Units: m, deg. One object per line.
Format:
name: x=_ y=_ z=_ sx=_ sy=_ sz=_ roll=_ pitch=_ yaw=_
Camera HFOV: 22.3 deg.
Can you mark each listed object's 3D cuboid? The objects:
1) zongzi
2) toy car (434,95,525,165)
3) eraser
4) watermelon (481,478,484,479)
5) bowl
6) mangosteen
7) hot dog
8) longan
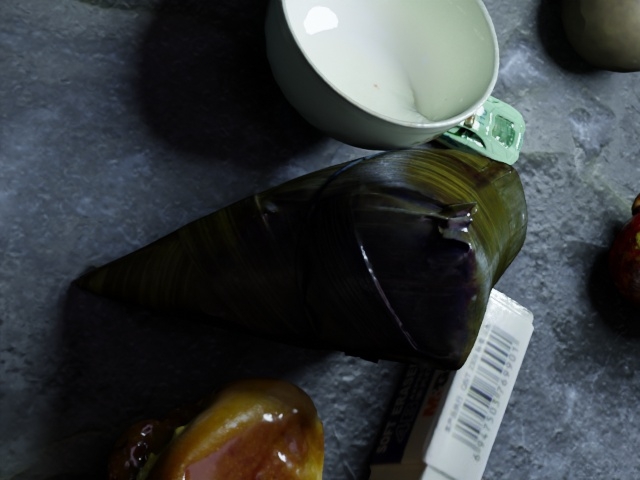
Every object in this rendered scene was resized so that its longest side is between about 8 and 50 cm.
zongzi: x=0.000 y=0.000 z=1.801 sx=0.403 sy=0.432 sz=0.208 roll=-41 pitch=129 yaw=-67
toy car: x=0.173 y=-0.149 z=1.977 sx=0.186 sy=0.058 sz=0.093 roll=25 pitch=71 yaw=-26
eraser: x=0.143 y=0.197 z=1.857 sx=0.081 sy=0.124 sz=0.279 roll=32 pitch=66 yaw=-23
watermelon: x=0.215 y=0.339 z=1.866 sx=0.202 sy=0.207 sz=0.136 roll=-15 pitch=117 yaw=-49
bowl: x=0.052 y=-0.213 z=1.841 sx=0.277 sy=0.145 sz=0.277 roll=13 pitch=57 yaw=-20
mangosteen: x=0.454 y=0.013 z=2.075 sx=0.146 sy=0.156 sz=0.181 roll=25 pitch=43 yaw=20
hot dog: x=-0.124 y=0.336 z=1.629 sx=0.223 sy=0.185 sz=0.405 roll=8 pitch=78 yaw=-32
longan: x=0.399 y=-0.302 z=2.083 sx=0.189 sy=0.189 sz=0.189 roll=6 pitch=78 yaw=-31
